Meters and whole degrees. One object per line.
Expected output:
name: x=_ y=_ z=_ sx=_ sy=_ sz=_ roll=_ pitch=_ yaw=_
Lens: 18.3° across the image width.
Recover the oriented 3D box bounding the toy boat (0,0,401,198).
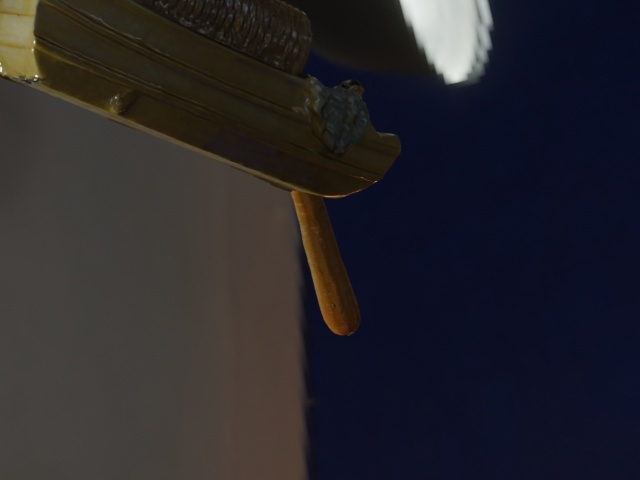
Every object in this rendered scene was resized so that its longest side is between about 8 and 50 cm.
toy boat: x=-0.080 y=-0.116 z=1.244 sx=0.310 sy=0.089 sz=0.115 roll=21 pitch=-94 yaw=-29

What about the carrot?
carrot: x=0.000 y=0.000 z=2.202 sx=0.043 sy=0.043 sz=0.247 roll=-64 pitch=-37 yaw=-57
